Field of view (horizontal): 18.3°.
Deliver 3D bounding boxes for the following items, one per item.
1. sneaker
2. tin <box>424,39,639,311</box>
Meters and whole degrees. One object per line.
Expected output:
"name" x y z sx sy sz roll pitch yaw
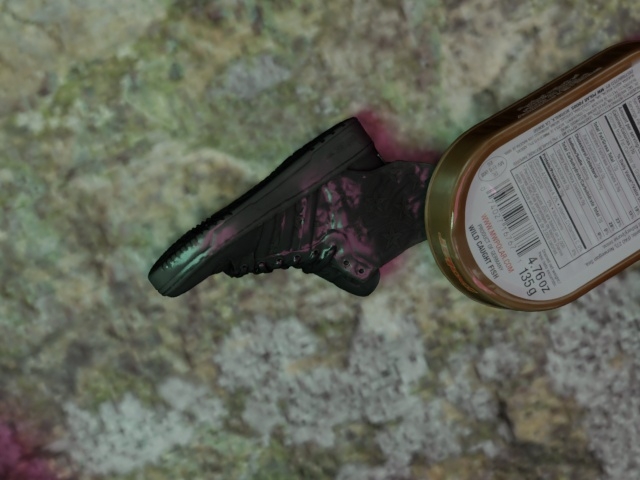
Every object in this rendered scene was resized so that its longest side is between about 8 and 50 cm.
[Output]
"sneaker" -0.001 0.000 1.061 0.170 0.051 0.089 -38 99 -11
"tin" 0.145 -0.034 1.065 0.190 0.040 0.106 -31 108 -14
